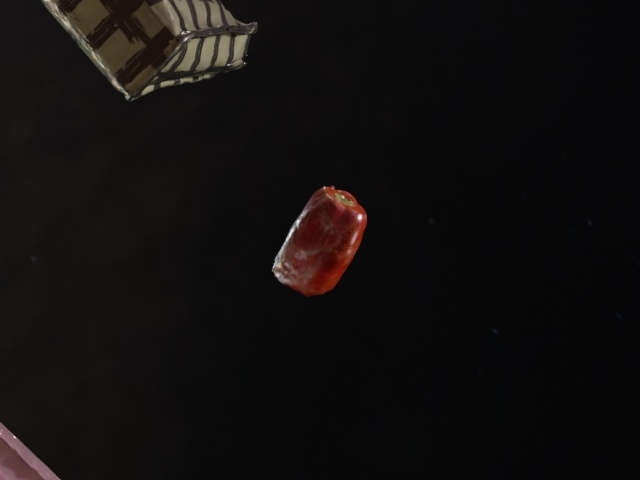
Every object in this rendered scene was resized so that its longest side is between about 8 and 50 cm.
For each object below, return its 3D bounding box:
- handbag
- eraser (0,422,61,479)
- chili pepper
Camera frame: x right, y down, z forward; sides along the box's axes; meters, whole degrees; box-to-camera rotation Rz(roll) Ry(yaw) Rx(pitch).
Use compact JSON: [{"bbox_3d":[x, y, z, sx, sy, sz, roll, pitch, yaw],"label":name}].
[{"bbox_3d":[-0.269,-0.365,1.821,0.162,0.327,0.325,-41,-95,21],"label":"handbag"},{"bbox_3d":[-0.557,0.366,1.836,0.272,0.359,0.122,-49,-173,-22],"label":"eraser"},{"bbox_3d":[0.000,0.000,1.327,0.073,0.070,0.123,55,-47,32],"label":"chili pepper"}]
